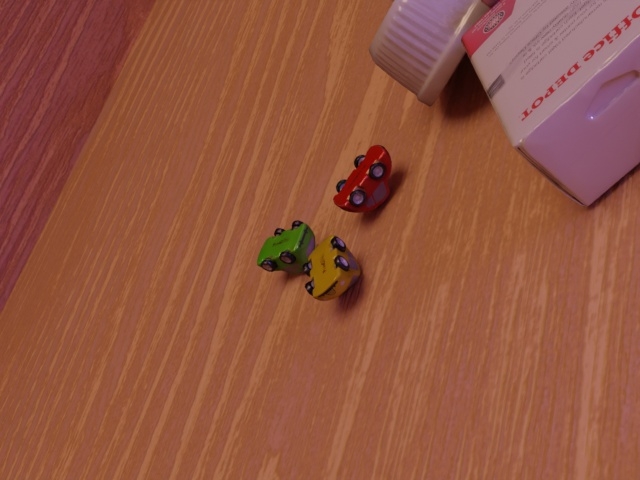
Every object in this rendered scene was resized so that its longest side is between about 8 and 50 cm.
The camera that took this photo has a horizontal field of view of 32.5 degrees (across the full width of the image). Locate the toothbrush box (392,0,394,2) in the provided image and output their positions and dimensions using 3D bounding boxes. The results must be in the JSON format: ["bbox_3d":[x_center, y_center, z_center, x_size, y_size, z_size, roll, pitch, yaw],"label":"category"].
[{"bbox_3d":[0.139,-0.488,1.649,0.122,0.206,0.283,-34,32,34],"label":"toothbrush box"}]

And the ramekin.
[{"bbox_3d":[0.149,-0.286,1.405,0.207,0.109,0.207,-59,1,1],"label":"ramekin"}]

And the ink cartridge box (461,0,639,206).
[{"bbox_3d":[0.279,-0.195,1.150,0.207,0.117,0.283,-43,27,20],"label":"ink cartridge box"}]

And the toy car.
[{"bbox_3d":[0.000,0.000,1.454,0.225,0.053,0.239,-21,40,49],"label":"toy car"}]

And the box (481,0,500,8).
[{"bbox_3d":[0.289,-0.333,1.281,0.201,0.164,0.021,-44,63,20],"label":"box"}]
